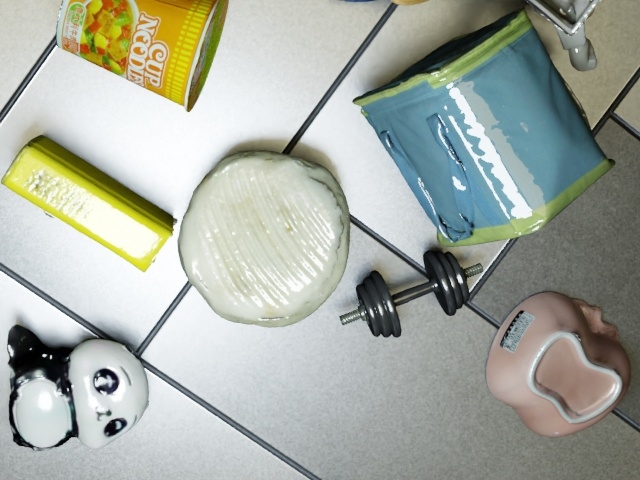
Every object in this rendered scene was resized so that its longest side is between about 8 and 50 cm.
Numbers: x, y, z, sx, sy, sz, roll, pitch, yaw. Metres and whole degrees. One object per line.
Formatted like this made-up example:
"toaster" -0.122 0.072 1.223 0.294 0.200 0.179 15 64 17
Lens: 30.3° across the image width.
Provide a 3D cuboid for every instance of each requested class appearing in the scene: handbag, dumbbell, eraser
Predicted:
"handbag" 0.208 -0.137 1.515 0.222 0.263 0.241 -35 102 -23
"dumbbell" 0.125 0.073 1.618 0.209 0.099 0.099 -21 101 -4
"eraser" -0.296 -0.050 1.521 0.226 0.158 0.069 32 97 -10

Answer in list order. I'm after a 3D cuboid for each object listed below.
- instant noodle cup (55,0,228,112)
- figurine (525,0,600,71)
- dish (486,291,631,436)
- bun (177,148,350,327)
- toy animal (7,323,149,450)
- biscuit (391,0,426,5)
"instant noodle cup" -0.228 -0.270 1.504 0.185 0.168 0.168 19 97 -2
"figurine" 0.314 -0.369 1.485 0.143 0.308 0.308 16 97 12
"dish" 0.345 0.183 1.664 0.213 0.090 0.213 -1 99 -6
"bun" -0.072 -0.002 1.556 0.239 0.141 0.239 0 89 13
"toy animal" -0.319 0.194 1.567 0.179 0.138 0.166 0 116 -1
"biscuit" 0.177 -0.385 1.532 0.250 0.035 0.162 -44 140 -18
